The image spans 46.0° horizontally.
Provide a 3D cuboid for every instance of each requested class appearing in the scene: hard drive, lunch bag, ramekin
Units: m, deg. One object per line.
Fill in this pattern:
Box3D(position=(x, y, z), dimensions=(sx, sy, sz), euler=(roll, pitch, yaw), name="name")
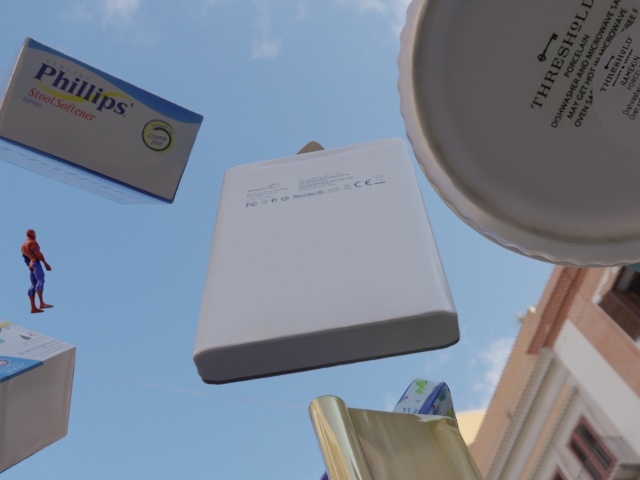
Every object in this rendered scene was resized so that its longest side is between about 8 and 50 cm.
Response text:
Box3D(position=(0.000, 0.000, 0.699), dimensions=(0.203, 0.307, 0.040), euler=(-10, -57, 4), name="hard drive")
Box3D(position=(0.224, 0.420, 1.605), dimensions=(0.176, 0.090, 0.219), euler=(-42, -52, -43), name="lunch bag")
Box3D(position=(0.135, -0.084, 0.374), dimensions=(0.207, 0.109, 0.207), euler=(2, -84, 17), name="ramekin")

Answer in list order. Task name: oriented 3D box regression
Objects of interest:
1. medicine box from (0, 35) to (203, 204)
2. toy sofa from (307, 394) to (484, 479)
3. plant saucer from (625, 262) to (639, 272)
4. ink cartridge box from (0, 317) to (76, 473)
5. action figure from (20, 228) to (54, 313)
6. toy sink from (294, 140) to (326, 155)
Box3D(position=(-0.365, -0.166, 1.159), dimensions=(0.264, 0.289, 0.149), euler=(21, -97, -28), name="medicine box")
Box3D(position=(-0.029, 0.286, 0.538), dimensions=(0.177, 0.150, 0.362), euler=(11, -57, -24), name="toy sofa")
Box3D(position=(0.457, -0.051, 1.028), dimensions=(0.195, 0.037, 0.194), euler=(0, -86, -2), name="plant saucer")
Box3D(position=(-0.633, 0.270, 1.400), dimensions=(0.270, 0.198, 0.197), euler=(16, -75, 19), name="ink cartridge box")
Box3D(position=(-0.384, 0.039, 1.021), dimensions=(0.038, 0.115, 0.030), euler=(-25, -14, 39), name="action figure")
Box3D(position=(-0.034, -0.037, 1.333), dimensions=(0.234, 0.131, 0.153), euler=(-43, -104, 6), name="toy sink")
